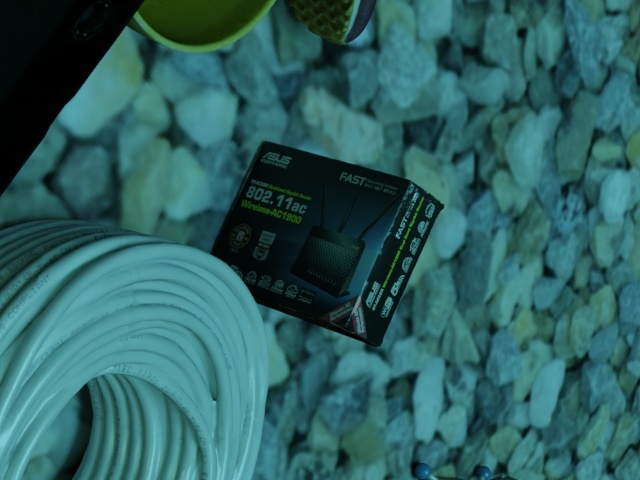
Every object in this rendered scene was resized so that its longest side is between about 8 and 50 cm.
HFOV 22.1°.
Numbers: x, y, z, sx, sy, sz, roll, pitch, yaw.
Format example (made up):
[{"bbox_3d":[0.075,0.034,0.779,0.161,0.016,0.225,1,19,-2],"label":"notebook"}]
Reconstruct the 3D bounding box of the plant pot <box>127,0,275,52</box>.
[{"bbox_3d":[-0.086,-0.165,0.794,0.134,0.095,0.134,-25,124,-45],"label":"plant pot"}]

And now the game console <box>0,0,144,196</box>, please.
[{"bbox_3d":[-0.185,-0.075,0.564,0.386,0.060,0.342,-52,163,12],"label":"game console"}]

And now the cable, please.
[{"bbox_3d":[-0.134,0.115,0.861,0.257,0.089,0.257,-23,121,-47],"label":"cable"}]

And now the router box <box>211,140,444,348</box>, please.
[{"bbox_3d":[0.000,0.000,0.954,0.038,0.122,0.092,34,77,-48],"label":"router box"}]

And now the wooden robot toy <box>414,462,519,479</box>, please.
[{"bbox_3d":[0.124,0.218,1.248,0.173,0.079,0.076,13,94,-53],"label":"wooden robot toy"}]

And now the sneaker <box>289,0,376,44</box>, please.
[{"bbox_3d":[0.025,-0.206,0.942,0.084,0.069,0.186,-22,123,-40],"label":"sneaker"}]
